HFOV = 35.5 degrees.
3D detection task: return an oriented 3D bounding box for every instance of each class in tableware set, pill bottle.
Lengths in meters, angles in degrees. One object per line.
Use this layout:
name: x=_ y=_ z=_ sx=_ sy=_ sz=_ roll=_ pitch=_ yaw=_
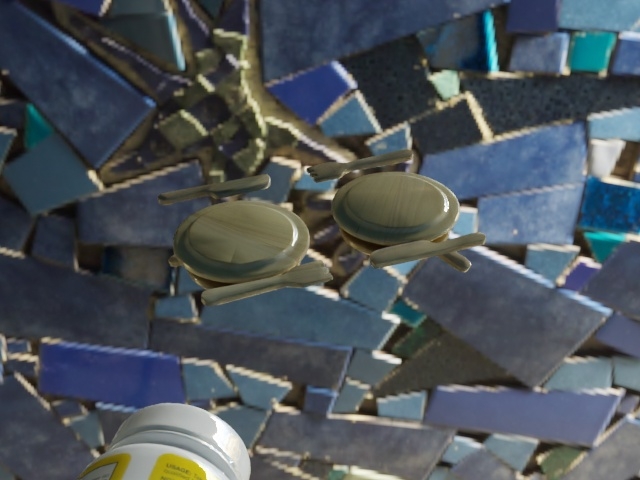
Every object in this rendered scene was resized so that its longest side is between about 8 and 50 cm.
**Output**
tableware set: x=0.000 y=0.000 z=0.662 sx=0.194 sy=0.039 sz=0.128 roll=-12 pitch=37 yaw=-16
pill bottle: x=-0.111 y=0.201 z=0.610 sx=0.119 sy=0.119 sz=0.208 roll=6 pitch=29 yaw=6
